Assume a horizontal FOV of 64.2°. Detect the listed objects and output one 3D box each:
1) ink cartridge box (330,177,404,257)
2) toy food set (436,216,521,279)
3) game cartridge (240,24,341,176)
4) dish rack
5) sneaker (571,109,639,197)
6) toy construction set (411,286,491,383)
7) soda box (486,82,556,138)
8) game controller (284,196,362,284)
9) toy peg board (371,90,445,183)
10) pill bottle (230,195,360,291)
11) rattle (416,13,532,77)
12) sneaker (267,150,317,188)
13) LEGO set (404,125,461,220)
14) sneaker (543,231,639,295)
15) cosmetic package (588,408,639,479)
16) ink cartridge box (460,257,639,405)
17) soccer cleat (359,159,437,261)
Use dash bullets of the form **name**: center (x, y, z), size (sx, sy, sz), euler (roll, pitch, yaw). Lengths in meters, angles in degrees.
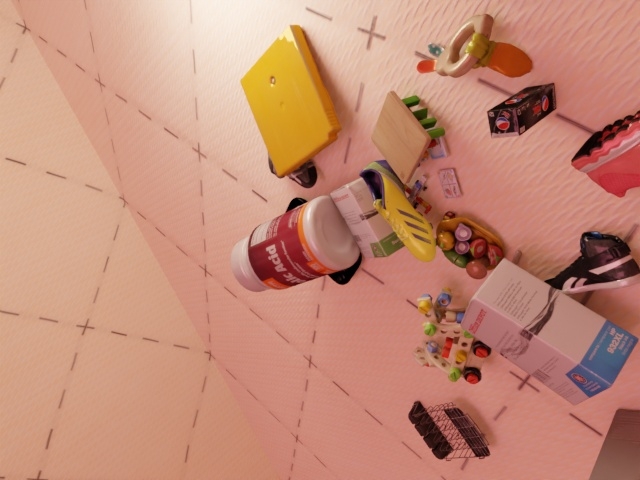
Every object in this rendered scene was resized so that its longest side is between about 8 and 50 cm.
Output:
- **ink cartridge box**: center (0.134, -0.066, 1.412), size (0.219, 0.093, 0.160), euler (61, 165, -6)
- **toy food set**: center (0.370, 0.033, 1.245), size (0.218, 0.071, 0.128), euler (33, 138, 15)
- **game cartridge**: center (-0.088, -0.380, 1.432), size (0.285, 0.053, 0.323), euler (-26, 86, 50)
- **dish rack**: center (0.422, 0.616, 1.660), size (0.208, 0.074, 0.271), euler (54, 142, 1)
- **sneaker**: center (0.592, -0.171, 0.856), size (0.136, 0.116, 0.314), euler (47, 151, -4)
- **toy construction set**: center (0.353, 0.282, 1.413), size (0.215, 0.151, 0.327), euler (14, 139, 12)
- **soda box**: center (0.382, -0.246, 0.962), size (0.060, 0.169, 0.053), euler (5, 120, 47)
- **game controller**: center (0.000, 0.000, 1.674), size (0.319, 0.067, 0.166), euler (43, 142, 16)
- **toy peg board**: center (0.212, -0.250, 1.216), size (0.161, 0.079, 0.160), euler (59, 156, 24)
- **pill bottle**: center (-0.088, 0.027, 1.574), size (0.392, 0.224, 0.223), euler (-22, 99, 41)
- **rattle**: center (0.313, -0.375, 1.062), size (0.200, 0.143, 0.130), euler (160, 111, -68)
- **sneaker**: center (-0.095, -0.224, 1.610), size (0.228, 0.086, 0.132), euler (53, 150, 21)
- **LEGO set**: center (0.253, -0.150, 1.282), size (0.183, 0.060, 0.244), euler (0, 118, 53)
- **sneaker**: center (0.555, 0.045, 1.080), size (0.217, 0.079, 0.121), euler (-23, 85, 58)
- **cosmetic package**: center (0.689, 0.499, 1.120), size (0.107, 0.238, 0.127), euler (-15, 105, 52)
- **ink cartridge box**: center (0.492, 0.207, 1.146), size (0.308, 0.129, 0.223), euler (35, 162, 21)
- **soccer cleat**: center (0.188, -0.067, 1.277), size (0.093, 0.121, 0.289), euler (-36, 77, 53)
